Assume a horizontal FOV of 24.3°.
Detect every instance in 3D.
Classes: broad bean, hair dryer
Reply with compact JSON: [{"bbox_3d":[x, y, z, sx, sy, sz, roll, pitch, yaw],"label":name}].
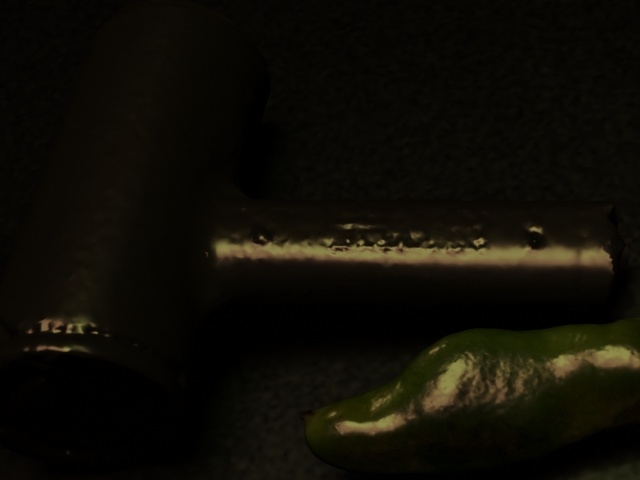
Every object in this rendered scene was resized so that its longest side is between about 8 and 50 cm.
[{"bbox_3d":[0.092,0.050,0.546,0.195,0.061,0.046,-23,26,14],"label":"broad bean"},{"bbox_3d":[0.000,0.000,0.611,0.251,0.089,0.197,4,52,9],"label":"hair dryer"}]
